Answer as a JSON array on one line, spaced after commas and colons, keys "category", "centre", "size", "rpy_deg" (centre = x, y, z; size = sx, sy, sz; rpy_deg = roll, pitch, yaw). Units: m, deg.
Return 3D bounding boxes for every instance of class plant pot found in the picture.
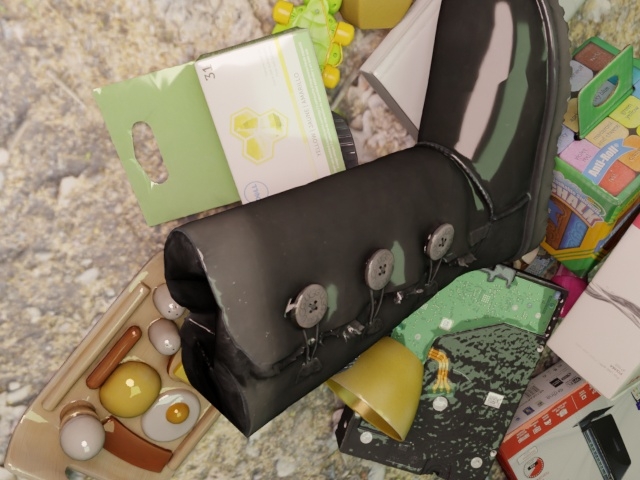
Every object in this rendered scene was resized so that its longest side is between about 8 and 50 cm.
[{"category": "plant pot", "centre": [0.081, 0.183, 0.808], "size": [0.095, 0.134, 0.134], "rpy_deg": [-50, 122, -17]}, {"category": "plant pot", "centre": [0.061, -0.291, 0.707], "size": [0.081, 0.081, 0.083], "rpy_deg": [-11, 127, -23]}]

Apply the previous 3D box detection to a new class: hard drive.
[{"category": "hard drive", "centre": [0.188, 0.183, 0.905], "size": [0.237, 0.064, 0.338], "rpy_deg": [18, 100, -9]}, {"category": "hard drive", "centre": [0.208, -0.269, 0.786], "size": [0.307, 0.040, 0.203], "rpy_deg": [-51, 132, -1]}]

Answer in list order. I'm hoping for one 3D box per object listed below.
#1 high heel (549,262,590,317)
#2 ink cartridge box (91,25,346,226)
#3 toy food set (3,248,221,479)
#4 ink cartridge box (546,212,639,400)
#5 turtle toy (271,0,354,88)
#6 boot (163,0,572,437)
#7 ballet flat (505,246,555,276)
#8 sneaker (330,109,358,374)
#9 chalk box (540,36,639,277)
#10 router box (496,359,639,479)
[{"category": "high heel", "centre": [0.430, 0.114, 0.999], "size": [0.244, 0.082, 0.117], "rpy_deg": [46, 59, -49]}, {"category": "ink cartridge box", "centre": [-0.105, -0.112, 0.658], "size": [0.235, 0.056, 0.171], "rpy_deg": [-17, 113, -3]}, {"category": "toy food set", "centre": [-0.187, 0.186, 0.741], "size": [0.220, 0.092, 0.306], "rpy_deg": [41, 88, -31]}, {"category": "ink cartridge box", "centre": [0.467, 0.061, 0.835], "size": [0.207, 0.117, 0.283], "rpy_deg": [-9, 133, -41]}, {"category": "turtle toy", "centre": [-0.011, -0.234, 0.695], "size": [0.095, 0.066, 0.130], "rpy_deg": [19, 99, -5]}, {"category": "boot", "centre": [0.050, -0.066, 0.604], "size": [0.445, 0.146, 0.366], "rpy_deg": [-23, 115, -27]}, {"category": "ballet flat", "centre": [0.300, 0.046, 0.957], "size": [0.188, 0.070, 0.070], "rpy_deg": [-44, 121, -10]}, {"category": "sneaker", "centre": [0.000, 0.000, 0.777], "size": [0.112, 0.131, 0.318], "rpy_deg": [0, 90, 5]}, {"category": "chalk box", "centre": [0.348, -0.115, 0.781], "size": [0.180, 0.179, 0.289], "rpy_deg": [-41, 155, -8]}, {"category": "router box", "centre": [0.488, 0.353, 1.096], "size": [0.336, 0.082, 0.301], "rpy_deg": [-32, 109, -5]}]
